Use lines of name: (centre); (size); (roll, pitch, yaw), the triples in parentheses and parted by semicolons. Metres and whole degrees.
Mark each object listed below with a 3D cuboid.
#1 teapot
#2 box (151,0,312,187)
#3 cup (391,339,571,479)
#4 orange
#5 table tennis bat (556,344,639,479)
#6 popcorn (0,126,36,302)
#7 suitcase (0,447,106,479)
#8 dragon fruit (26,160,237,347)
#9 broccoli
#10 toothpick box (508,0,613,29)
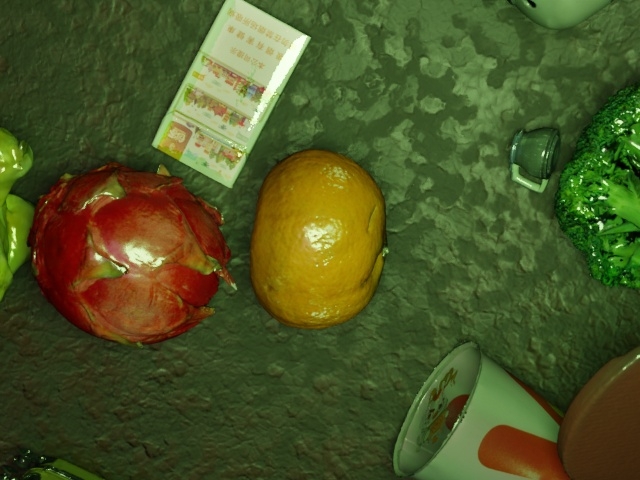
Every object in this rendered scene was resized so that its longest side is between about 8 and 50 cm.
teapot: (0.271, -0.104, 1.478); (0.057, 0.066, 0.088); (15, 124, 21)
box: (-0.116, -0.192, 1.497); (0.122, 0.032, 0.220); (28, 100, -1)
cup: (0.264, 0.280, 1.486); (0.288, 0.203, 0.203); (32, 100, -8)
orange: (0.000, 0.000, 1.430); (0.170, 0.224, 0.224); (5, 100, -2)
table tennis bat: (0.410, 0.151, 1.296); (0.268, 0.051, 0.414); (-5, 133, -20)
popcorn: (-0.516, 0.007, 1.433); (0.335, 0.279, 0.274); (-8, 141, 21)
suitcase: (-0.338, 0.407, 1.556); (0.235, 0.143, 0.194); (26, 99, 0)
dragon fruit: (-0.241, 0.017, 1.447); (0.241, 0.241, 0.252); (-37, 108, 9)
broccoli: (0.419, -0.035, 1.371); (0.298, 0.297, 0.297); (-3, 133, -3)
toothpick box: (0.308, -0.389, 1.359); (0.316, 0.229, 0.229); (-35, 96, 10)
